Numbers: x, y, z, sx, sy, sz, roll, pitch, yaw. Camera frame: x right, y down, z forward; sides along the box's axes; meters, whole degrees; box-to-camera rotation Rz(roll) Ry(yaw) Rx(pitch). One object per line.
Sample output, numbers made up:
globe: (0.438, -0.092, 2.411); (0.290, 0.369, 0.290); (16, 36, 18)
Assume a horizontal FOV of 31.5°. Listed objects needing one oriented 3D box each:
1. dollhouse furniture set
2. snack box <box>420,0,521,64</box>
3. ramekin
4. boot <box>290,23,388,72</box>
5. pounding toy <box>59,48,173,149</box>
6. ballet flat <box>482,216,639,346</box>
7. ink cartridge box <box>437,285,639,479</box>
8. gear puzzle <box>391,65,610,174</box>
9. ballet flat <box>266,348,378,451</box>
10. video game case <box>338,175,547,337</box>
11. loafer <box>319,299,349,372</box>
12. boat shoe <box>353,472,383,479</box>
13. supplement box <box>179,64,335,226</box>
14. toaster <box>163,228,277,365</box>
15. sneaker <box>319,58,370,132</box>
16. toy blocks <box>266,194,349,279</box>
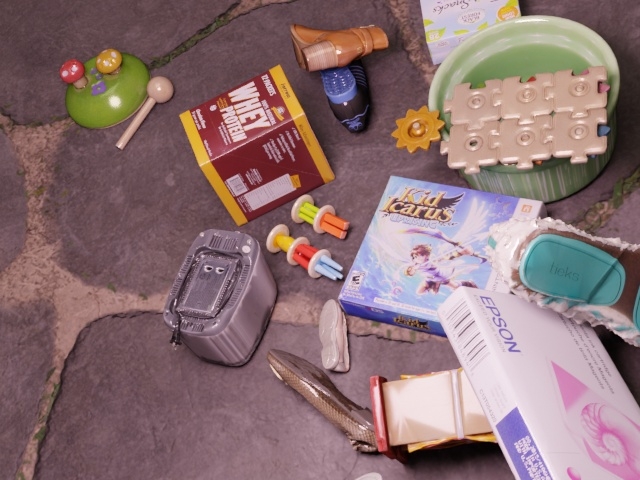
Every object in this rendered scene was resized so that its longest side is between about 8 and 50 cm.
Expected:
dollhouse furniture set: (0.194, 0.358, 1.566); (0.201, 0.152, 0.374); (-9, 73, 14)
snack box: (0.272, -0.436, 2.078); (0.174, 0.070, 0.207); (-13, 57, 11)
ramekin: (0.339, -0.204, 1.851); (0.303, 0.148, 0.303); (-10, 56, 14)
boot: (0.031, -0.356, 2.043); (0.152, 0.073, 0.197); (-17, 31, -7)
pounding toy: (-0.421, -0.311, 2.230); (0.237, 0.110, 0.183); (34, 75, 34)
ballet flat: (0.397, 0.055, 1.570); (0.147, 0.409, 0.147); (-45, 33, 40)
ink cartridge box: (0.344, 0.215, 1.483); (0.071, 0.330, 0.324); (-54, 44, 34)
gear puzzle: (0.272, -0.169, 1.738); (0.339, 0.044, 0.175); (-5, 58, 21)
ballet flat: (0.004, 0.245, 1.738); (0.250, 0.084, 0.058); (34, 106, 31)
video game case: (0.195, 0.028, 1.809); (0.269, 0.061, 0.244); (11, 62, 27)
loafer: (0.025, 0.154, 1.810); (0.045, 0.039, 0.125); (-36, 41, 38)
boat shoe: (0.000, 0.458, 1.585); (0.302, 0.091, 0.114); (-45, 11, -10)
supplement box: (-0.106, -0.161, 1.963); (0.194, 0.191, 0.129); (-26, 53, 2)
toaster: (-0.158, 0.104, 1.837); (0.129, 0.146, 0.227); (7, 60, 25)
sneaker: (0.045, -0.280, 2.063); (0.081, 0.090, 0.232); (-16, 33, 12)
toy blocks: (0.000, 0.000, 1.903); (0.148, 0.054, 0.123); (30, 73, 33)
